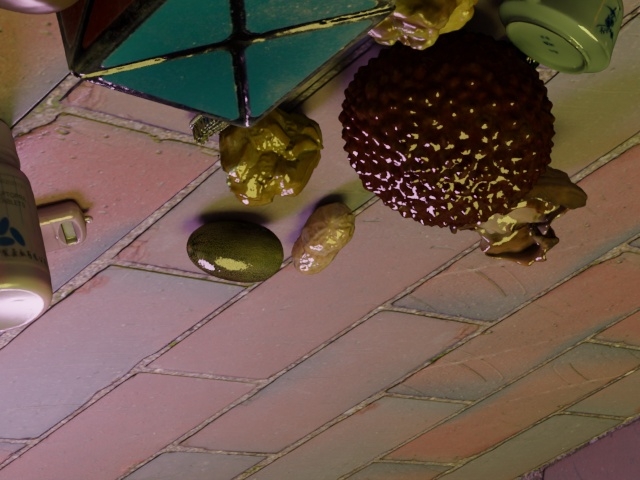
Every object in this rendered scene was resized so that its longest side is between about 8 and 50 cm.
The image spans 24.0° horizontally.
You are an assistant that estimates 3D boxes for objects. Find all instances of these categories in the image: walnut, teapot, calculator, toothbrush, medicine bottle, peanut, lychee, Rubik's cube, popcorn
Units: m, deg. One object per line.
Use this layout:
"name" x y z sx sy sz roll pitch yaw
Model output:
"walnut" 0.299 -0.065 2.388 0.204 0.141 0.238 1 154 -11
"teapot" 0.321 -0.307 1.927 0.159 0.159 0.232 -25 143 17
"calculator" -0.416 -0.011 2.179 0.175 0.032 0.100 -14 154 -7
"toothbrush" -0.006 -0.240 1.962 0.413 0.042 0.035 -30 152 21
"medicine bottle" -0.430 -0.021 1.892 0.152 0.255 0.152 -12 154 -6
"peanut" 0.000 0.000 2.404 0.080 0.080 0.174 -4 151 -25
"lychee" 0.171 -0.146 1.995 0.304 0.276 0.275 26 135 -27
"Rubik's cube" -0.107 -0.298 1.524 0.260 0.255 0.259 10 144 -43
"popcorn" 0.096 -0.297 1.751 0.197 0.156 0.197 -6 176 0

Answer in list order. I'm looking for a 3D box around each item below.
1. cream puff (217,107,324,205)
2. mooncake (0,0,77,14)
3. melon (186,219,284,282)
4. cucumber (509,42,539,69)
"cream puff" -0.065 -0.121 2.067 0.156 0.121 0.156 -14 149 -9
"mooncake" -0.286 -0.323 1.404 0.234 0.235 0.117 -23 155 13
"melon" -0.132 0.016 2.330 0.162 0.099 0.099 10 145 -30
"cucumber" 0.241 -0.213 2.137 0.067 0.067 0.245 7 144 -40
